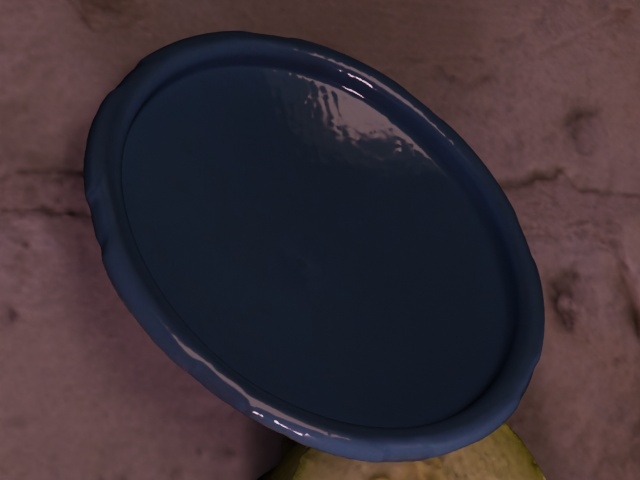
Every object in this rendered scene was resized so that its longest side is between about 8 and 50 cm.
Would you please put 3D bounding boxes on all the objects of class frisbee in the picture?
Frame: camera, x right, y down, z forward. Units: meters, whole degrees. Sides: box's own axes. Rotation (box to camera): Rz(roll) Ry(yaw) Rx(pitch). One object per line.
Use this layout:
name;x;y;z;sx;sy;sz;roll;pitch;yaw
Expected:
frisbee;-0.003;0.003;0.891;0.290;0.049;0.289;18;47;-21

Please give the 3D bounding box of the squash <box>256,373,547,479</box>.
squash;0.060;0.183;0.868;0.219;0.041;0.219;15;62;-30
